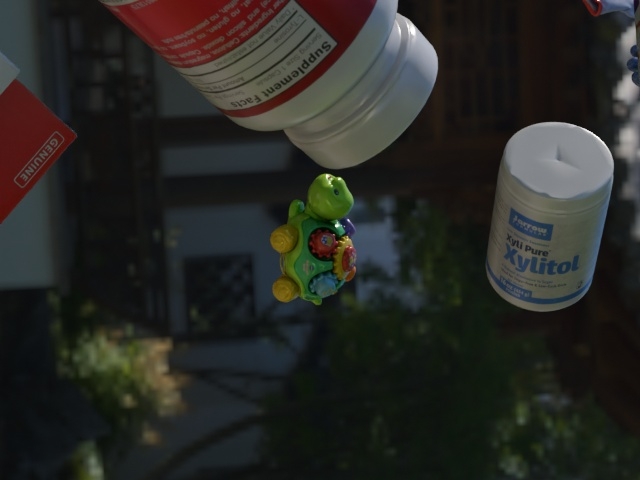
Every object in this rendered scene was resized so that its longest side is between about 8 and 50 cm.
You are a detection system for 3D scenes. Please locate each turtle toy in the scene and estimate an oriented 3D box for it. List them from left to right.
[{"bbox_3d":[0.000,0.000,1.654,0.095,0.066,0.130,-36,128,-60],"label":"turtle toy"}]

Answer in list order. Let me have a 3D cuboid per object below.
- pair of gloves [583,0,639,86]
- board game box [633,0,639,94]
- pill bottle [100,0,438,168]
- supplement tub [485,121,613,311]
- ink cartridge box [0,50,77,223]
[{"bbox_3d":[0.344,-0.201,1.757,0.023,0.159,0.198,-54,-128,43],"label":"pair of gloves"},{"bbox_3d":[0.393,-0.148,1.322,0.144,0.275,0.142,131,-32,-52],"label":"board game box"},{"bbox_3d":[-0.073,-0.257,1.723,0.407,0.229,0.229,42,23,-32],"label":"pill bottle"},{"bbox_3d":[0.142,-0.013,1.096,0.107,0.071,0.071,91,-6,-48],"label":"supplement tub"},{"bbox_3d":[-0.376,-0.052,1.547,0.066,0.296,0.261,32,-10,50],"label":"ink cartridge box"}]
